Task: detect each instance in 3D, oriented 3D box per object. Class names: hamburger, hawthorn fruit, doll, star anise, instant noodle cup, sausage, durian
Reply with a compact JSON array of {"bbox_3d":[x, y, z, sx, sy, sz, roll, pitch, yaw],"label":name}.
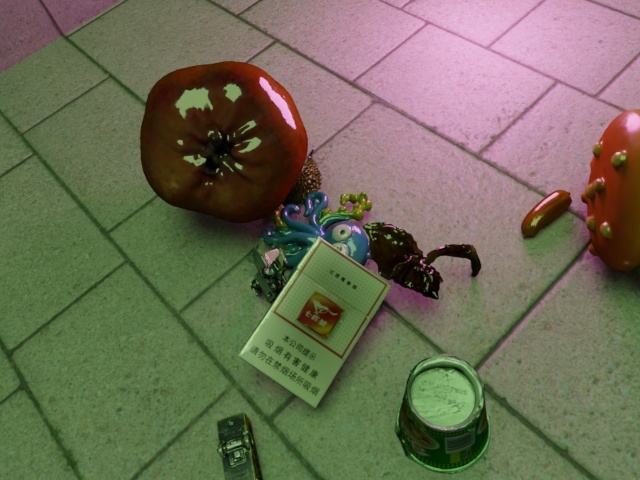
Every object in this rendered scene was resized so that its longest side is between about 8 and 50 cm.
[{"bbox_3d":[0.755,-0.121,1.181,0.278,0.395,0.395,4,58,13],"label":"hamburger"},{"bbox_3d":[-0.265,-0.268,1.452,0.472,0.471,0.471,-5,56,8],"label":"hawthorn fruit"},{"bbox_3d":[0.000,0.000,1.410,0.341,0.099,0.346,7,62,15],"label":"doll"},{"bbox_3d":[0.243,0.050,1.262,0.346,0.148,0.237,11,17,-19],"label":"star anise"},{"bbox_3d":[0.246,0.342,1.060,0.207,0.232,0.207,-5,57,8],"label":"instant noodle cup"},{"bbox_3d":[0.589,-0.076,1.379,0.183,0.054,0.062,-36,30,-10],"label":"sausage"},{"bbox_3d":[-0.054,-0.185,1.561,0.100,0.086,0.215,21,65,38],"label":"durian"}]

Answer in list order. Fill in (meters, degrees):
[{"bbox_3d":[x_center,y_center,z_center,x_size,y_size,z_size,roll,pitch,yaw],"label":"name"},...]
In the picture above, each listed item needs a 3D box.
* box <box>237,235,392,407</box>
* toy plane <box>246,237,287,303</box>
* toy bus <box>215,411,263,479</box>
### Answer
[{"bbox_3d":[-0.013,0.184,1.223,0.210,0.095,0.330,34,75,-1],"label":"box"},{"bbox_3d":[-0.111,0.126,1.329,0.088,0.192,0.262,-10,64,-38],"label":"toy plane"},{"bbox_3d":[-0.172,0.493,1.136,0.081,0.074,0.226,-19,55,-3],"label":"toy bus"}]
